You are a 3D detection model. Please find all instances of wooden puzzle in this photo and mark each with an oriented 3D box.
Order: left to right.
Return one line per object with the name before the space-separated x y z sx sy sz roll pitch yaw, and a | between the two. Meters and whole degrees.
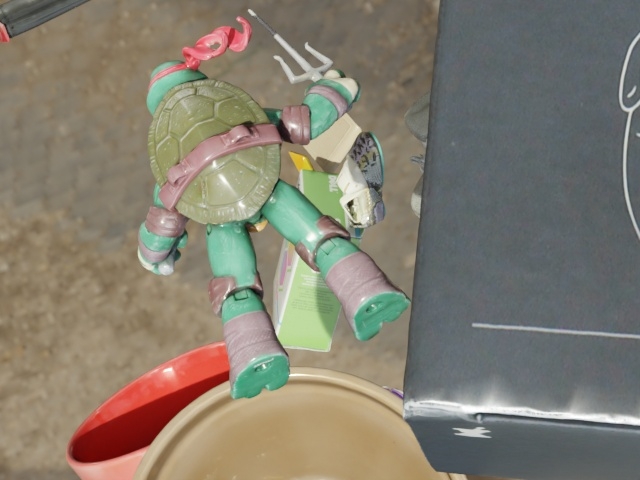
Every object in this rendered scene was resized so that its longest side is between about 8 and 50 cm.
wooden puzzle | 0.006 -0.118 1.641 0.014 0.078 0.116 -11 150 -52

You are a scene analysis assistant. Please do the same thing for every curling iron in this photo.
curling iron | -0.272 -0.178 1.247 0.274 0.035 0.068 -20 161 -19

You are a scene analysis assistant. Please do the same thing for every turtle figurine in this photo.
turtle figurine | -0.051 -0.032 0.922 0.175 0.234 0.118 -36 154 16

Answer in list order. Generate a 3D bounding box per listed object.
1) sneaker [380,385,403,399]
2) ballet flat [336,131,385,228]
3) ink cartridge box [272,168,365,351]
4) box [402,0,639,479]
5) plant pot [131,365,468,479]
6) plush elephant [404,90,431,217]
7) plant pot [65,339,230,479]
sneaker | 0.060 0.242 1.647 0.068 0.170 0.071 14 180 12
ballet flat | 0.034 -0.045 1.287 0.041 0.041 0.114 -23 147 -10
ink cartridge box | 0.000 0.000 1.567 0.062 0.109 0.209 9 127 -9
box | 0.210 -0.075 0.784 0.293 0.395 0.212 4 164 9
plant pot | -0.009 0.206 1.032 0.237 0.237 0.110 -28 168 1
plush elephant | 0.264 -0.127 2.295 0.272 0.255 0.330 3 146 37
plant pot | -0.136 0.291 1.878 0.275 0.243 0.275 -26 -163 8
